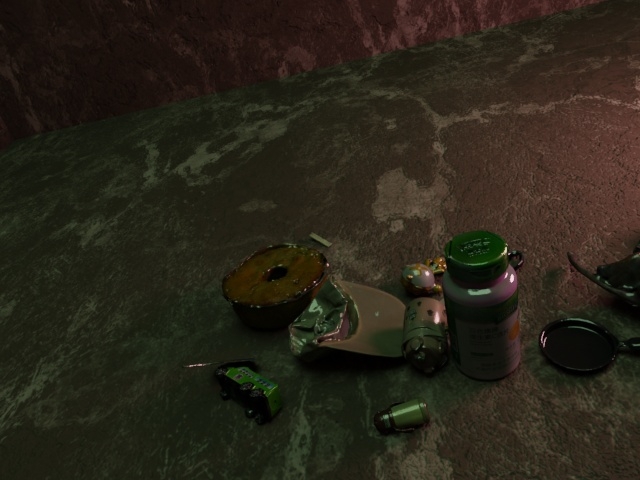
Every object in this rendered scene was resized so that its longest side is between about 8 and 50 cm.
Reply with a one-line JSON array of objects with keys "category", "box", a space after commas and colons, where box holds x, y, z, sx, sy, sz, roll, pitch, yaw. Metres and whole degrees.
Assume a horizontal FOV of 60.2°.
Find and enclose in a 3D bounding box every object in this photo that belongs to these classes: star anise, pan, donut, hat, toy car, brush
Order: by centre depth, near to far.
[{"category": "pan", "box": [0.533, 0.197, 1.027, 0.235, 0.028, 0.136, -4, 35, 24]}, {"category": "star anise", "box": [0.698, 0.074, 1.072, 0.316, 0.139, 0.359, -6, 18, 1]}, {"category": "toy car", "box": [-0.149, 0.303, 1.125, 0.165, 0.071, 0.062, 16, 34, 42]}, {"category": "hat", "box": [0.061, 0.202, 1.193, 0.245, 0.149, 0.214, 26, 38, -4]}, {"category": "donut", "box": [-0.104, 0.115, 1.363, 0.272, 0.107, 0.272, -7, 32, 4]}, {"category": "brush", "box": [0.000, 0.000, 1.566, 0.016, 0.013, 0.084, -39, 46, -24]}]

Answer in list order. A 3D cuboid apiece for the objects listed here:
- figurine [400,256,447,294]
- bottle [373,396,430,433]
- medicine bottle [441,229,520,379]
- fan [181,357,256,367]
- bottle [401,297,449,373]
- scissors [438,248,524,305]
[{"category": "figurine", "box": [0.253, 0.080, 1.295, 0.143, 0.068, 0.101, -6, 37, -16]}, {"category": "bottle", "box": [0.145, 0.319, 1.000, 0.101, 0.047, 0.063, -18, 5, 4]}, {"category": "medicine bottle", "box": [0.296, 0.119, 1.018, 0.133, 0.274, 0.133, -12, 32, 8]}, {"category": "fan", "box": [-0.217, 0.260, 1.172, 0.113, 0.005, 0.175, -14, -14, 42]}, {"category": "bottle", "box": [0.210, 0.197, 1.107, 0.099, 0.099, 0.152, -6, 36, 16]}, {"category": "scissors", "box": [0.345, 0.096, 1.267, 0.300, 0.022, 0.109, -33, 33, -23]}]
